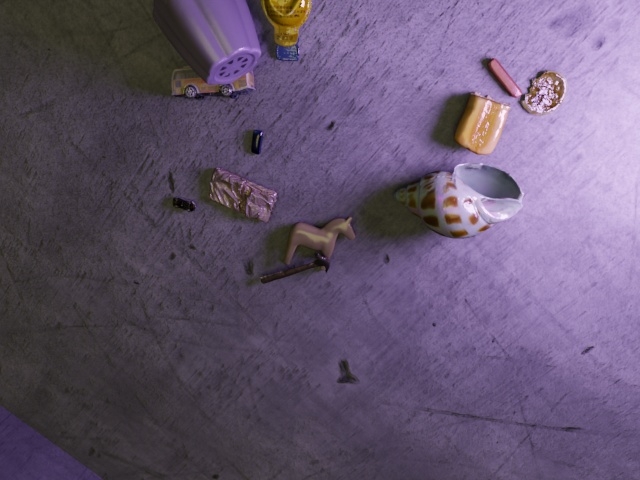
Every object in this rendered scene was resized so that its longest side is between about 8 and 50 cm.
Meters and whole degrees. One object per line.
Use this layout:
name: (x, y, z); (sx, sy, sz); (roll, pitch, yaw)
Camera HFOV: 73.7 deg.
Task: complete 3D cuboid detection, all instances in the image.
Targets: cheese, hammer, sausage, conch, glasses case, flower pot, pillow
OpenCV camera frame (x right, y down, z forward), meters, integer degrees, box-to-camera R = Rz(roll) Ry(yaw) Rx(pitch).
cheese: (-0.104, -0.680, 1.299); (0.156, 0.064, 0.250); (8, 121, 7)
hammer: (-0.102, 0.111, 1.569); (0.297, 0.027, 0.125); (-18, 140, 24)
sausage: (0.551, -0.487, 1.280); (0.147, 0.030, 0.035); (45, 110, -8)
conch: (0.423, -0.130, 1.350); (0.367, 0.197, 0.250); (22, 74, 5)
glasses case: (-0.219, -0.337, 1.464); (0.033, 0.023, 0.083); (12, 111, 2)
flower pot: (-0.303, -0.602, 1.230); (0.265, 0.265, 0.243); (-32, 91, 18)
pillow: (-0.283, -0.158, 1.528); (0.248, 0.049, 0.135); (24, 116, 3)

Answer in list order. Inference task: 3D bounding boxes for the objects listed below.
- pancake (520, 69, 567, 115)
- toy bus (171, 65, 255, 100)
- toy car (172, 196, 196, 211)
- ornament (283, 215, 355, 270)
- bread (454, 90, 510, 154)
pancake: (0.677, -0.440, 1.283); (0.116, 0.023, 0.130); (22, 116, 1)
toy bus: (-0.350, -0.514, 1.387); (0.268, 0.092, 0.106); (0, 101, 10)
toy car: (-0.504, -0.134, 1.584); (0.093, 0.025, 0.041); (16, 113, 7)
ornament: (0.000, 0.000, 1.532); (0.230, 0.061, 0.245); (17, 116, 2)
bread: (0.491, -0.357, 1.309); (0.134, 0.085, 0.173); (20, 111, -2)
